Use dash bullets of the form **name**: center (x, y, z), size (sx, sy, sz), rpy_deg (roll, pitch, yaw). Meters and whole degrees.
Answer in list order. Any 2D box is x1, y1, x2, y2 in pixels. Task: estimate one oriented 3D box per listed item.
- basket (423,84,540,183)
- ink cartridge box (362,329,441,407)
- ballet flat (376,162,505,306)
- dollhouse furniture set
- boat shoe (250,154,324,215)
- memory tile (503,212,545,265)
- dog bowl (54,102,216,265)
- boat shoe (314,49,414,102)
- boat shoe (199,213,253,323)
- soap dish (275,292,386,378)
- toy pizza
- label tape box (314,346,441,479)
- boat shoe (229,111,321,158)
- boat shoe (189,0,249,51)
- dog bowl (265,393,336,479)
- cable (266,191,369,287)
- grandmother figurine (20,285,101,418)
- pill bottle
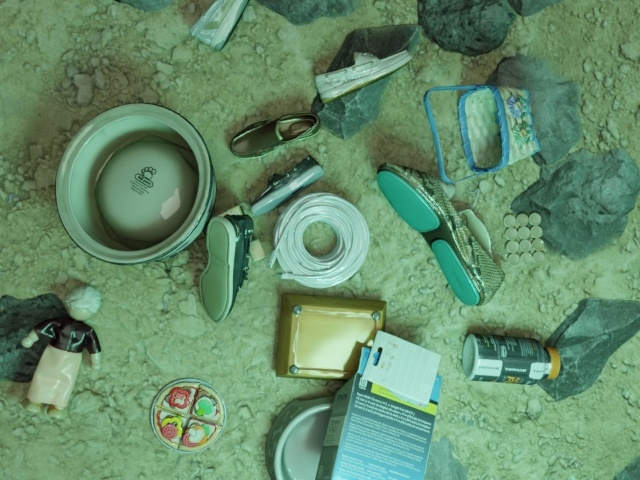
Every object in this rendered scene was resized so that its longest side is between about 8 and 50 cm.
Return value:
- **basket**: center (0.426, -0.301, 1.911), size (0.289, 0.201, 0.254), rpy_deg (-14, 92, -15)
- **ink cartridge box**: center (0.206, 0.330, 1.831), size (0.179, 0.045, 0.145), rpy_deg (21, 60, 3)
- **ballet flat**: center (0.341, -0.046, 1.945), size (0.182, 0.164, 0.482), rpy_deg (-42, 100, -26)
- **dollhouse furniture set**: center (-0.258, 0.009, 1.892), size (0.182, 0.101, 0.161), rpy_deg (-24, 92, -5)
- **boat shoe**: center (-0.101, -0.153, 1.925), size (0.228, 0.080, 0.076), rpy_deg (-34, 76, -2)
- **memory tile**: center (0.577, -0.003, 2.023), size (0.113, 0.012, 0.148), rpy_deg (-6, 90, -6)
- **dog bowl**: center (-0.447, -0.130, 1.805), size (0.408, 0.150, 0.407), rpy_deg (-2, 80, 10)
- **boat shoe**: center (0.116, -0.467, 1.932), size (0.277, 0.098, 0.096), rpy_deg (-24, 93, -4)
- **boat shoe**: center (-0.234, 0.069, 1.846), size (0.113, 0.127, 0.340), rpy_deg (-26, 136, -40)
- **soap dish**: center (0.033, 0.266, 1.914), size (0.291, 0.118, 0.228), rpy_deg (5, 90, -6)
- **toy pizza**: center (-0.355, 0.473, 1.918), size (0.201, 0.032, 0.201), rpy_deg (0, 90, -6)
- **label tape box**: center (0.154, 0.482, 1.830), size (0.249, 0.115, 0.347), rpy_deg (23, 65, -17)
- **boat shoe**: center (-0.123, -0.291, 1.909), size (0.258, 0.095, 0.095), rpy_deg (-22, 92, -5)
- **boat shoe**: center (-0.233, -0.663, 1.890), size (0.103, 0.118, 0.320), rpy_deg (27, 94, -10)
- **dog bowl**: center (0.027, 0.581, 1.923), size (0.349, 0.102, 0.348), rpy_deg (0, 91, -6)
- **cable**: center (0.000, 0.000, 1.927), size (0.257, 0.089, 0.257), rpy_deg (16, 88, -6)
- **grandmother figurine**: center (-0.668, 0.278, 1.859), size (0.208, 0.104, 0.342), rpy_deg (24, 84, -33)
- **pill bottle**: center (0.525, 0.328, 1.958), size (0.246, 0.130, 0.130), rpy_deg (5, 90, -6)
